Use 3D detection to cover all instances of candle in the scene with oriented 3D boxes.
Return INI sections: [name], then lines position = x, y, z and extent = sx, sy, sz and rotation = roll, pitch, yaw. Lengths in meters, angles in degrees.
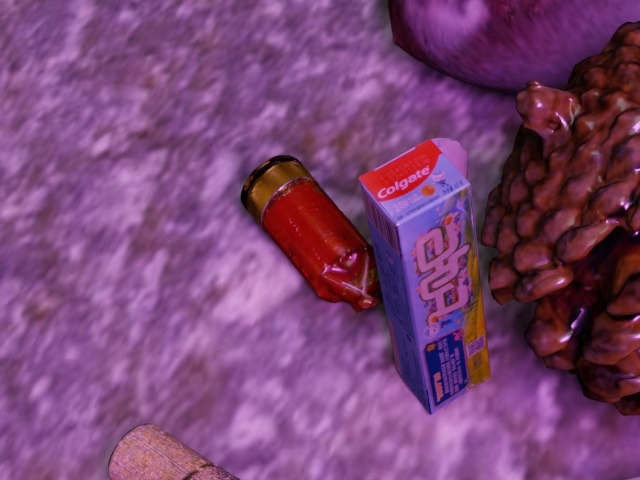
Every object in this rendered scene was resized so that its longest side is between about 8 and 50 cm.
[candle]
position = 0.000, 0.000, 1.027
extent = 0.052, 0.052, 0.131
rotation = -33, 56, -14

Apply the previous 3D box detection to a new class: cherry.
[cherry]
position = 0.167, -0.202, 1.066
extent = 0.266, 0.183, 0.213
rotation = -33, 45, 6

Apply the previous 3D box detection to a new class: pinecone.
[pinecone]
position = 0.211, -0.010, 0.887
extent = 0.243, 0.257, 0.244
rotation = -19, 55, 28

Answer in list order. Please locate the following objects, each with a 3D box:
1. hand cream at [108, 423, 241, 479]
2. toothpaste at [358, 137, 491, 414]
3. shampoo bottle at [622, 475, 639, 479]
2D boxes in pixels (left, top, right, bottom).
[hand cream]
position = -0.050, 0.172, 0.901
extent = 0.203, 0.084, 0.084
rotation = 28, 63, 34
[toothpaste]
position = 0.074, 0.022, 0.908
extent = 0.070, 0.193, 0.044
rotation = -29, 53, -12
[shampoo bottle]
position = 0.277, 0.173, 0.835
extent = 0.359, 0.078, 0.134
rotation = -10, 49, 3
